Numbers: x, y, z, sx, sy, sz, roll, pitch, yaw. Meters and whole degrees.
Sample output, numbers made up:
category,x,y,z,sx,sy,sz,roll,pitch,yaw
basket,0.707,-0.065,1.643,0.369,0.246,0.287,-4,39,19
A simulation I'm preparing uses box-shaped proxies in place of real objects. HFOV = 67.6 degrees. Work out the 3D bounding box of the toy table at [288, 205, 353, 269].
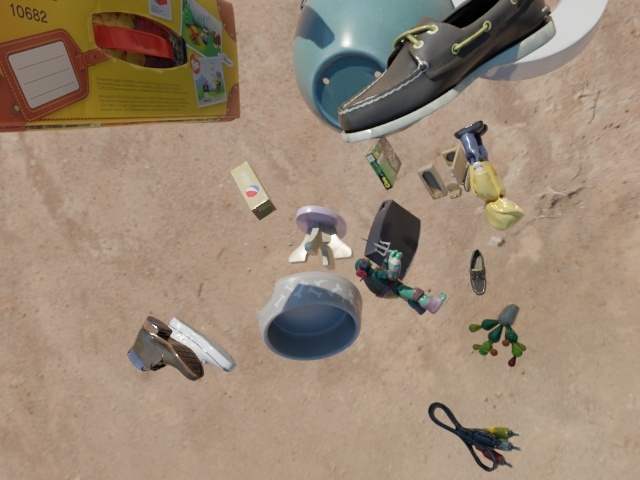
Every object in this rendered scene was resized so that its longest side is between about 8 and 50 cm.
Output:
category,x,y,z,sx,sy,sz,roll,pitch,yaw
toy table,0.000,0.000,1.793,0.252,0.274,0.160,-11,65,32

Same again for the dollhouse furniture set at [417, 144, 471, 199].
category,x,y,z,sx,sy,sz,roll,pitch,yaw
dollhouse furniture set,0.365,-0.170,1.419,0.151,0.123,0.144,-16,124,37

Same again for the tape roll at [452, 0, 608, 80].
category,x,y,z,sx,sy,sz,roll,pitch,yaw
tape roll,0.452,-0.557,1.115,0.392,0.072,0.391,-5,72,16

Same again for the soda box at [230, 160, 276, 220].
category,x,y,z,sx,sy,sz,roll,pitch,yaw
soda box,-0.195,-0.147,1.386,0.061,0.058,0.181,-33,55,2

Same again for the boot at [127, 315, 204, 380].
category,x,y,z,sx,sy,sz,roll,pitch,yaw
boot,-0.365,0.282,1.120,0.219,0.082,0.106,35,90,32

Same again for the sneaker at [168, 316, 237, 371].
category,x,y,z,sx,sy,sz,roll,pitch,yaw
sneaker,-0.361,0.329,1.418,0.258,0.094,0.091,28,82,25

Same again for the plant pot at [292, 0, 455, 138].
category,x,y,z,sx,sy,sz,roll,pitch,yaw
plant pot,0.075,-0.283,0.785,0.290,0.195,0.290,10,133,11

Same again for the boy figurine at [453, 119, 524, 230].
category,x,y,z,sx,sy,sz,roll,pitch,yaw
boy figurine,0.436,-0.165,1.241,0.092,0.177,0.285,-26,74,29

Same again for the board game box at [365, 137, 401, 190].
category,x,y,z,sx,sy,sz,roll,pitch,yaw
board game box,0.220,-0.274,1.634,0.030,0.259,0.136,-25,106,26

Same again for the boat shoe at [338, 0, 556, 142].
category,x,y,z,sx,sy,sz,roll,pitch,yaw
boat shoe,0.104,-0.164,0.420,0.228,0.081,0.068,-33,117,-12

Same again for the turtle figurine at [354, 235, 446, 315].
category,x,y,z,sx,sy,sz,roll,pitch,yaw
turtle figurine,0.162,0.082,1.090,0.234,0.175,0.118,36,93,-4

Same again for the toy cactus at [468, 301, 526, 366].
category,x,y,z,sx,sy,sz,roll,pitch,yaw
toy cactus,0.542,0.275,1.427,0.112,0.219,0.180,33,89,-13

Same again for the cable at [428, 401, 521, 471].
category,x,y,z,sx,sy,sz,roll,pitch,yaw
cable,0.460,0.606,1.472,0.287,0.072,0.139,10,73,43

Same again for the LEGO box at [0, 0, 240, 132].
category,x,y,z,sx,sy,sz,roll,pitch,yaw
LEGO box,-0.380,-0.240,0.613,0.373,0.500,0.193,2,105,15

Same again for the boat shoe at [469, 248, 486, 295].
category,x,y,z,sx,sy,sz,roll,pitch,yaw
boat shoe,0.505,0.102,1.545,0.056,0.049,0.152,-8,70,19

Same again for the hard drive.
category,x,y,z,sx,sy,sz,roll,pitch,yaw
hard drive,0.245,-0.011,1.555,0.172,0.254,0.054,34,141,-13

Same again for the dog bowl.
category,x,y,z,sx,sy,sz,roll,pitch,yaw
dog bowl,-0.031,0.252,1.499,0.349,0.349,0.102,-30,40,19

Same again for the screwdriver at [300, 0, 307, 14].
category,x,y,z,sx,sy,sz,roll,pitch,yaw
screwdriver,-0.055,-0.609,1.307,0.025,0.024,0.169,22,67,-16
